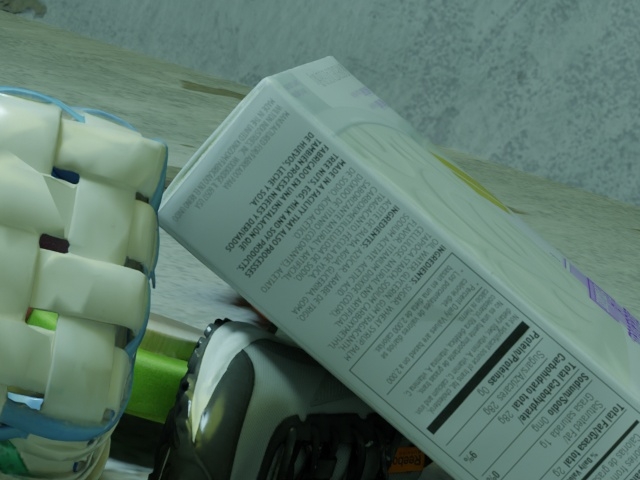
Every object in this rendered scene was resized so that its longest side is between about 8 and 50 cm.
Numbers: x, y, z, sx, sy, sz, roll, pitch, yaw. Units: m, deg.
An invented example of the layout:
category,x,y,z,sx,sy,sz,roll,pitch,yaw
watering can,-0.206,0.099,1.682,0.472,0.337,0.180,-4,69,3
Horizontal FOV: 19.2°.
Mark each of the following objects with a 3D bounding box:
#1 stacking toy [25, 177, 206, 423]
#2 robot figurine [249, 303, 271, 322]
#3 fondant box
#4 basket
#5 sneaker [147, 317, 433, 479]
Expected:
category,x,y,z,sx,sy,sz,roll,pitch,yaw
stacking toy,-0.142,-0.004,1.112,0.279,0.130,0.309,20,6,11
robot figurine,0.002,0.000,1.408,0.158,0.128,0.219,52,10,-4
fondant box,0.085,0.046,1.000,0.330,0.096,0.238,42,11,0
basket,-0.204,0.029,0.826,0.254,0.201,0.289,14,-16,-17
sneaker,-0.008,0.097,0.954,0.108,0.100,0.271,23,12,17
